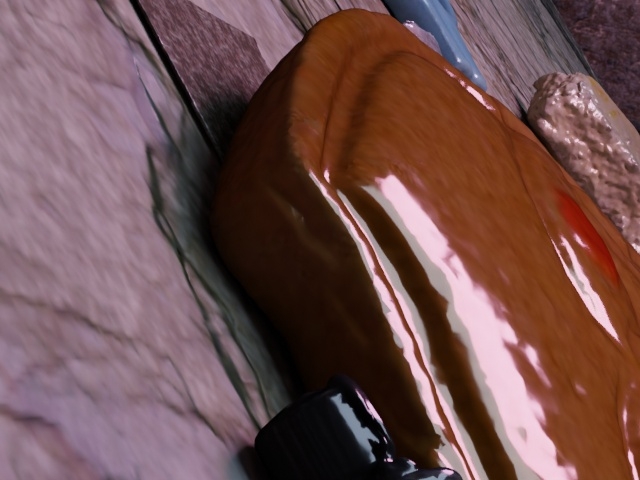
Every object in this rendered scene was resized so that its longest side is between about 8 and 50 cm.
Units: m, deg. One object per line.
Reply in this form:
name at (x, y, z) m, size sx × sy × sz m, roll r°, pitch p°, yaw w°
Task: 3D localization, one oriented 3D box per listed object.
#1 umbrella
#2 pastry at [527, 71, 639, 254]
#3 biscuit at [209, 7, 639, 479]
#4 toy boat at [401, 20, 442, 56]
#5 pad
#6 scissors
umbrella at (0.059, 0.136, 0.528) m, size 0.224 × 0.071 × 0.080 m, roll 56°, pitch -16°, yaw 10°
pastry at (0.279, -0.044, 1.724) m, size 0.258 × 0.089 × 0.121 m, roll 55°, pitch 25°, yaw -2°
biscuit at (0.118, 0.083, 0.758) m, size 0.455 × 0.078 × 0.350 m, roll 39°, pitch 23°, yaw -37°
toy boat at (0.073, -0.070, 1.147) m, size 0.096 × 0.034 × 0.122 m, roll 28°, pitch 42°, yaw -66°
pad at (0.000, 0.000, 0.752) m, size 0.235 × 0.003 × 0.158 m, roll 62°, pitch 13°, yaw 13°
scissors at (0.114, -0.085, 1.313) m, size 0.447 × 0.029 × 0.192 m, roll 64°, pitch 14°, yaw 24°
